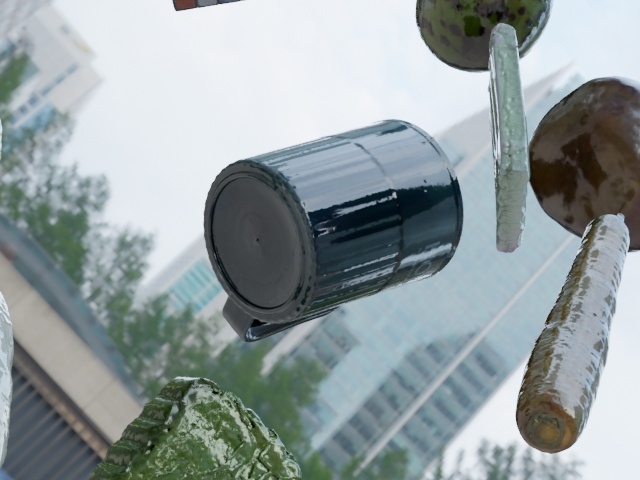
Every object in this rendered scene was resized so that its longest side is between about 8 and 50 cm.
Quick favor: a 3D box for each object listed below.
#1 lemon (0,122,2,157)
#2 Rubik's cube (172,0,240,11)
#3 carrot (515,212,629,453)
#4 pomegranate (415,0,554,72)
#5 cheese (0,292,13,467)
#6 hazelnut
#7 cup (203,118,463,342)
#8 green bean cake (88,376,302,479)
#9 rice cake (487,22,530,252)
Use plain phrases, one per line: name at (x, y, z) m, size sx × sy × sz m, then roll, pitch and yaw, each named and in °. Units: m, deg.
lemon at (-0.515, -0.114, 1.427) m, size 0.268 × 0.268 × 0.322 m, roll 53°, pitch -30°, yaw -17°
Rubik's cube at (-0.110, -0.295, 1.185) m, size 0.092 × 0.092 × 0.092 m, roll 81°, pitch -1°, yaw -51°
carrot at (0.235, 0.070, 1.080) m, size 0.070 × 0.342 × 0.070 m, roll 12°, pitch -55°, yaw 17°
pomegranate at (0.260, -0.430, 1.978) m, size 0.242 × 0.242 × 0.306 m, roll 8°, pitch -62°, yaw 57°
cheese at (-0.324, 0.123, 0.895) m, size 0.198 × 0.189 × 0.154 m, roll -105°, pitch -166°, yaw -52°
hazelnut at (0.387, -0.088, 1.537) m, size 0.229 × 0.229 × 0.229 m, roll 38°, pitch -24°, yaw 20°
cup at (-0.005, -0.018, 1.685) m, size 0.308 × 0.292 × 0.242 m, roll -23°, pitch -94°, yaw 47°
green bean cake at (-0.154, 0.291, 1.447) m, size 0.200 × 0.214 × 0.113 m, roll 48°, pitch -23°, yaw -12°
rice cake at (0.215, -0.114, 1.386) m, size 0.037 × 0.198 × 0.189 m, roll -3°, pitch -36°, yaw 5°
